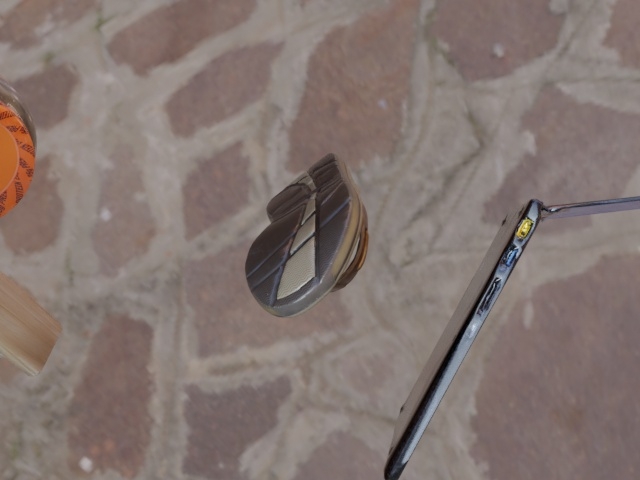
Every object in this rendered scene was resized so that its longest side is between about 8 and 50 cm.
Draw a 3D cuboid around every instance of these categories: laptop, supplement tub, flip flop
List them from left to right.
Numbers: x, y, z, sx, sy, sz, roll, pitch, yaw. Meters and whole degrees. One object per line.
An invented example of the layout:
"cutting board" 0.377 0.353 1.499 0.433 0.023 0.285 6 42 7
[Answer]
"supplement tub" -0.490 -0.146 1.731 0.207 0.207 0.338 -40 33 -8
"flip flop" 0.000 0.000 1.186 0.112 0.080 0.277 -33 15 10
"laptop" 0.260 0.071 1.258 0.236 0.382 0.407 28 92 5

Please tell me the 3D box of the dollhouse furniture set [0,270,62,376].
"dollhouse furniture set" -0.491 0.206 1.418 0.257 0.362 0.394 -1 53 36
